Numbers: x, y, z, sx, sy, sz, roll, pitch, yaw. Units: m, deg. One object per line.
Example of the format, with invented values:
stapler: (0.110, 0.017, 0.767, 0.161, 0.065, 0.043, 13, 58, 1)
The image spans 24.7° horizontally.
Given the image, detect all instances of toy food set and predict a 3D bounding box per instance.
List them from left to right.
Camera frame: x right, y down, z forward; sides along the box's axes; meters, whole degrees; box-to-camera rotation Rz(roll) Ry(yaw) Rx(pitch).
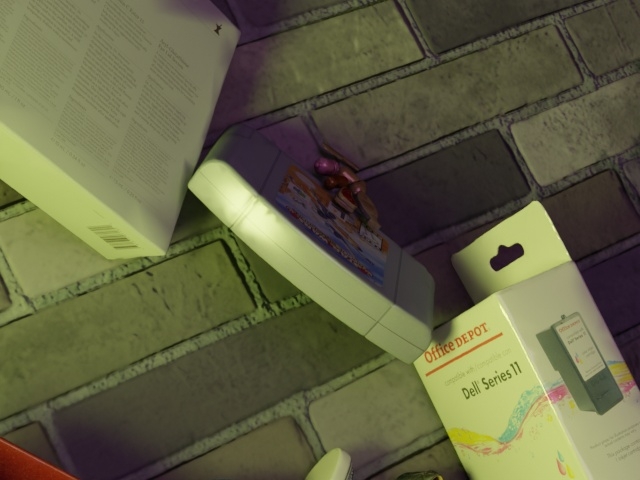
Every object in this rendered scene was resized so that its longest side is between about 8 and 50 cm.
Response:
toy food set: (0.024, -0.059, 1.613, 0.078, 0.019, 0.122, 34, 22, -26)

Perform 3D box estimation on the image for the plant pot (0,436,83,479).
plant pot: (-0.269, 0.348, 1.202, 0.267, 0.267, 0.236, 30, 104, -12)

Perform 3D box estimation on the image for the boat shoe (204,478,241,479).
boat shoe: (-0.136, 0.289, 1.404, 0.258, 0.089, 0.109, 2, 39, -13)

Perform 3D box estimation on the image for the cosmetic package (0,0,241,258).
cosmetic package: (-0.256, -0.196, 1.427, 0.377, 0.097, 0.284, 43, 56, -41)

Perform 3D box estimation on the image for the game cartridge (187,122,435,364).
game cartridge: (0.000, 0.000, 1.528, 0.297, 0.198, 0.062, 39, 103, -7)

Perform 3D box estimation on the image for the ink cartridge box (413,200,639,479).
ink cartridge box: (0.220, 0.159, 1.544, 0.119, 0.207, 0.353, -20, 79, -31)

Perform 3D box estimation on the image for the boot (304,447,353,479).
boot: (0.007, 0.312, 1.478, 0.086, 0.069, 0.190, 33, 69, -18)

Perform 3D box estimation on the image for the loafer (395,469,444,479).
loafer: (0.097, 0.320, 1.512, 0.062, 0.061, 0.170, 13, 67, -21)
